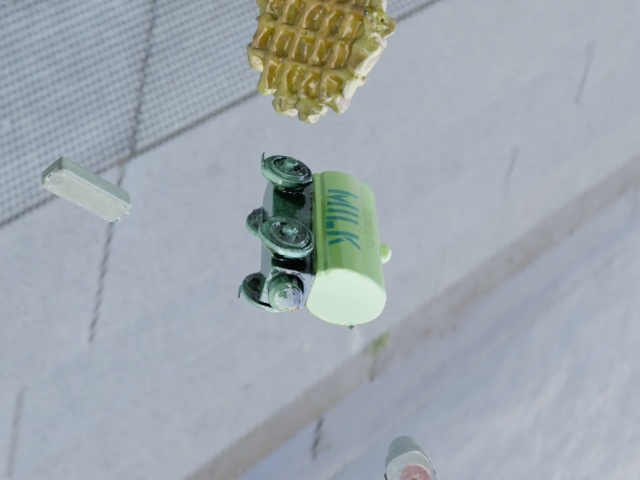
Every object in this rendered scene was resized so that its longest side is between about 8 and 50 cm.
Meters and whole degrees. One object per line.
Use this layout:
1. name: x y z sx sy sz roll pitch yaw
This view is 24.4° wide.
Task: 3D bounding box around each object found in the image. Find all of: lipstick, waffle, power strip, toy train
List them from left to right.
1. power strip: -0.178 -0.037 1.137 0.027 0.017 0.083 -34 137 27
2. toy train: 0.000 0.000 1.582 0.253 0.157 0.105 -94 -161 -59
3. waffle: 0.008 -0.260 1.660 0.056 0.253 0.249 17 128 -40
4. lipstick: 0.100 0.258 1.713 0.057 0.186 0.063 -24 93 1
